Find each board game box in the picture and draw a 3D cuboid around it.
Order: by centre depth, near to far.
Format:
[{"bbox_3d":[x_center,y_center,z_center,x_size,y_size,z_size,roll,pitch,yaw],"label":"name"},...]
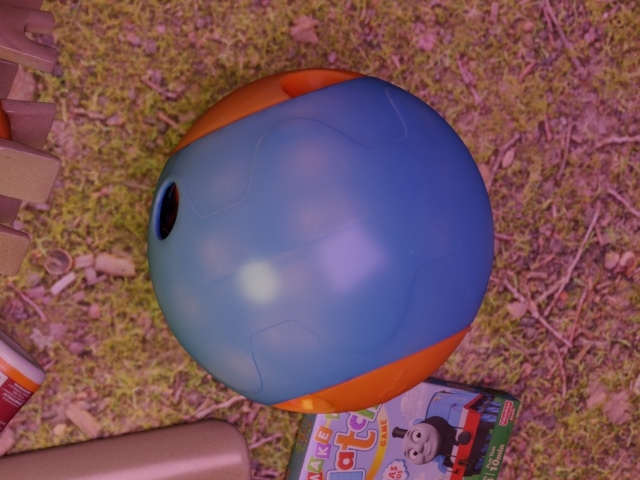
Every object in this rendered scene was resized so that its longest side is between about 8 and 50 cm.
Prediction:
[{"bbox_3d":[0.078,0.210,1.372,0.211,0.039,0.160,13,97,-21],"label":"board game box"}]

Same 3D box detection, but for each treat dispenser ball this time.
[{"bbox_3d":[0.000,0.000,1.164,0.288,0.288,0.288,-4,103,-19],"label":"treat dispenser ball"}]

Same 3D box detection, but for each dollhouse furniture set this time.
[{"bbox_3d":[-0.302,-0.080,1.066,0.135,0.262,0.259,11,131,-25],"label":"dollhouse furniture set"}]

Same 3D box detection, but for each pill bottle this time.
[{"bbox_3d":[-0.313,0.145,1.187,0.086,0.086,0.152,43,84,-22],"label":"pill bottle"}]

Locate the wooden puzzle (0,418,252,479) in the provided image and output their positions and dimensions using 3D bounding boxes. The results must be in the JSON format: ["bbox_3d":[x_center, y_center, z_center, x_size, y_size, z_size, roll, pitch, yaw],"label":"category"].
[{"bbox_3d":[-0.205,0.361,1.277,0.322,0.080,0.348,-8,104,-18],"label":"wooden puzzle"}]
